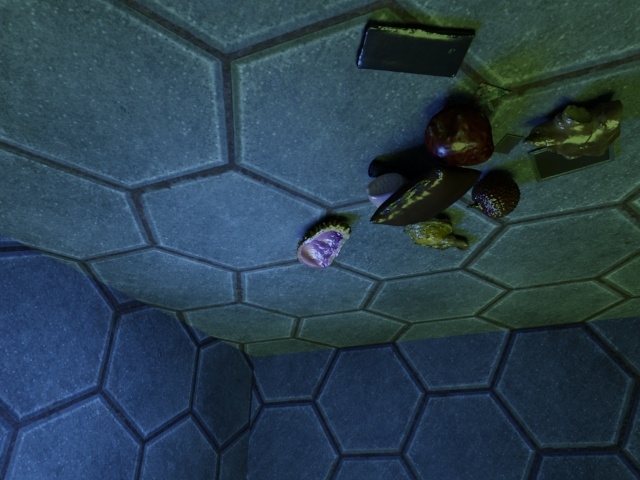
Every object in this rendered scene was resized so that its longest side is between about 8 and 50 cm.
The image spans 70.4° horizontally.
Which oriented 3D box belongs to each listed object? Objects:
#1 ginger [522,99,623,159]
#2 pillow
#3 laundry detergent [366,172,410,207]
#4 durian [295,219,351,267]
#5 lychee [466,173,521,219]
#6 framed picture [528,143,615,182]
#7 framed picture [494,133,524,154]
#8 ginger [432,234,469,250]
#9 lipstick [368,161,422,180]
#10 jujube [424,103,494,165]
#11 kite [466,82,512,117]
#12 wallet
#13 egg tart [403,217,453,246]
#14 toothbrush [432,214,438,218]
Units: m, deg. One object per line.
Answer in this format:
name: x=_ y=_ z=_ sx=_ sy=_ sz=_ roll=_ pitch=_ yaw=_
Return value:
ginger: x=0.764 y=-0.329 z=1.391 sx=0.271 sy=0.123 sz=0.218 roll=-1 pitch=150 yaw=21
pillow: x=0.356 y=-0.143 z=1.514 sx=0.306 sy=0.108 sz=0.308 roll=-6 pitch=155 yaw=-49
laundry detergent: x=0.289 y=-0.148 z=1.687 sx=0.159 sy=0.087 sz=0.335 roll=-18 pitch=159 yaw=21
durian: x=0.000 y=0.000 z=2.006 sx=0.192 sy=0.112 sz=0.341 roll=18 pitch=140 yaw=-12
lychee: x=0.627 y=-0.154 z=1.656 sx=0.198 sy=0.165 sz=0.165 roll=-34 pitch=145 yaw=3
framed picture: x=0.864 y=-0.290 z=1.563 sx=0.253 sy=0.014 sz=0.197 roll=-16 pitch=148 yaw=27
framed picture: x=0.625 y=-0.320 z=1.516 sx=0.066 sy=0.006 sz=0.089 roll=7 pitch=150 yaw=-12
ginger: x=0.586 y=0.014 z=2.077 sx=0.214 sy=0.058 sz=0.133 roll=11 pitch=159 yaw=-36
lipstick: x=0.288 y=-0.241 z=1.628 sx=0.235 sy=0.053 sz=0.053 roll=4 pitch=151 yaw=-18
jujube: x=0.431 y=-0.306 z=1.377 sx=0.190 sy=0.189 sz=0.255 roll=-25 pitch=150 yaw=38
kite: x=0.495 y=-0.414 z=1.344 sx=0.139 sy=0.011 sz=0.157 roll=-14 pitch=147 yaw=30
wallet: x=0.241 y=-0.491 z=1.180 sx=0.286 sy=0.030 sz=0.146 roll=2 pitch=155 yaw=-6
egg tart: x=0.461 y=-0.033 z=1.941 sx=0.213 sy=0.090 sz=0.212 roll=1 pitch=159 yaw=0
toothbrush: x=0.389 y=-0.085 z=1.931 sx=0.220 sy=0.019 sz=0.016 roll=-8 pitch=111 yaw=14
